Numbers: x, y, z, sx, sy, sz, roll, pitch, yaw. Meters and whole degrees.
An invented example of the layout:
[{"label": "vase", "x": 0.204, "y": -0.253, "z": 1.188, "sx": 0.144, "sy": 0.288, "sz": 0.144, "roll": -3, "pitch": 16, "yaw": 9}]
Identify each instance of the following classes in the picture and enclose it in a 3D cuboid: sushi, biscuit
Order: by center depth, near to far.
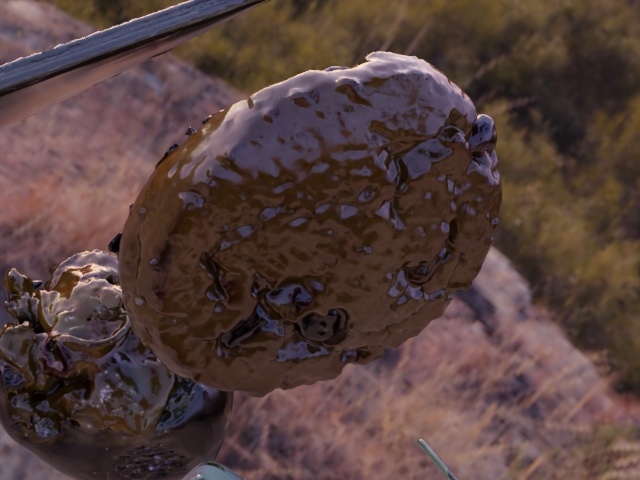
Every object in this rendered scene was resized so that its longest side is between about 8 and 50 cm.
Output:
[{"label": "biscuit", "x": 0.000, "y": 0.002, "z": 1.083, "sx": 0.296, "sy": 0.296, "sz": 0.075, "roll": 11, "pitch": 33, "yaw": -36}, {"label": "sushi", "x": -0.196, "y": 0.115, "z": 1.439, "sx": 0.213, "sy": 0.204, "sz": 0.200, "roll": -14, "pitch": 60, "yaw": -3}]

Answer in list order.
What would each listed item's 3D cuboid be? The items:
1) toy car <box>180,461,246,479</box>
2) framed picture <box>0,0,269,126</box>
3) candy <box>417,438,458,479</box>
[{"label": "toy car", "x": -0.020, "y": 0.243, "z": 1.060, "sx": 0.224, "sy": 0.090, "sz": 0.076, "roll": 41, "pitch": 21, "yaw": -7}, {"label": "framed picture", "x": -0.127, "y": -0.049, "z": 0.578, "sx": 0.173, "sy": 0.231, "sz": 0.010, "roll": -27, "pitch": 98, "yaw": -37}, {"label": "candy", "x": 0.155, "y": 0.268, "z": 1.565, "sx": 0.060, "sy": 0.060, "sz": 0.201, "roll": 6, "pitch": 30, "yaw": -40}]
